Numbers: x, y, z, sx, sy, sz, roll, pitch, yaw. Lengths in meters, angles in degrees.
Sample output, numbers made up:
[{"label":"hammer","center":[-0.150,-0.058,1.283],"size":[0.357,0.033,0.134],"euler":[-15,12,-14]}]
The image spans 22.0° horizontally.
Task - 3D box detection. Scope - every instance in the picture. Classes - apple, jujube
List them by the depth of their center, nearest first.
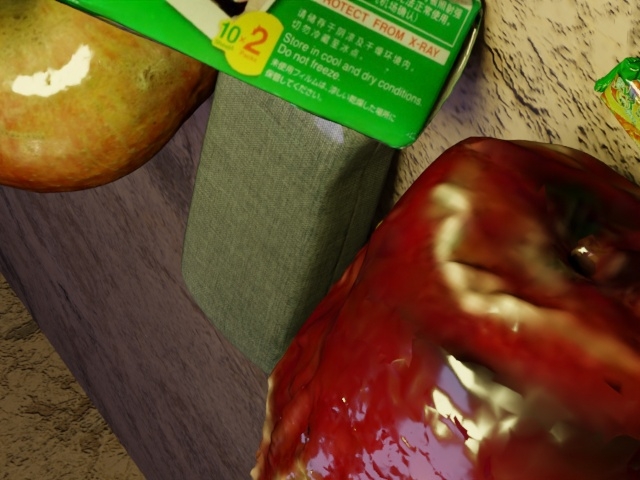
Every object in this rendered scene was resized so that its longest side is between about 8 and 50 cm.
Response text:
[{"label":"jujube","center":[0.082,0.105,0.863],"size":[0.258,0.258,0.376],"euler":[56,146,12]},{"label":"apple","center":[-0.194,-0.176,1.211],"size":[0.250,0.278,0.309],"euler":[69,-169,-72]}]

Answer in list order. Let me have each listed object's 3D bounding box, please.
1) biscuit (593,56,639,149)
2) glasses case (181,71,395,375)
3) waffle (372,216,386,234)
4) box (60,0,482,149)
[{"label":"biscuit","center":[0.165,-0.050,0.792],"size":[0.089,0.016,0.046],"euler":[56,164,12]},{"label":"glasses case","center":[-0.027,-0.031,1.190],"size":[0.131,0.074,0.323],"euler":[48,148,21]},{"label":"waffle","center":[0.113,0.100,1.129],"size":[0.280,0.060,0.262],"euler":[59,162,-12]},{"label":"box","center":[-0.052,-0.146,0.919],"size":[0.250,0.103,0.180],"euler":[21,-175,-30]}]
